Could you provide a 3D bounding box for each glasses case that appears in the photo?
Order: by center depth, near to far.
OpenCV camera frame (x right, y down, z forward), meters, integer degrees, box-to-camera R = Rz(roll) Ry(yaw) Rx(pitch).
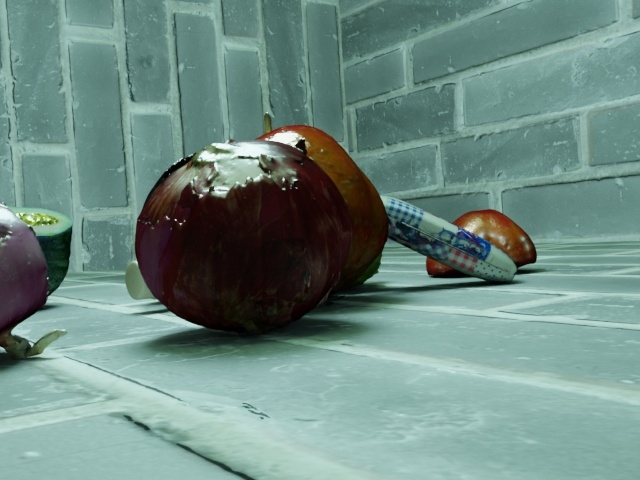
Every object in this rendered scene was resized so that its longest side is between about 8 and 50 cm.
[{"bbox_3d":[0.206,-0.006,1.370,0.328,0.076,0.125,24,6,-6],"label":"glasses case"}]

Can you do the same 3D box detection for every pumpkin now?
[{"bbox_3d":[-0.640,0.048,1.457,0.293,0.196,0.263,3,12,-15],"label":"pumpkin"}]

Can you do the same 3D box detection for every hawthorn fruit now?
[{"bbox_3d":[-0.041,-0.067,1.223,0.287,0.330,0.287,-19,-17,-6],"label":"hawthorn fruit"}]

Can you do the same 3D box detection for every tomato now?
[{"bbox_3d":[0.342,0.003,1.623,0.233,0.139,0.200,-4,-5,-1],"label":"tomato"}]

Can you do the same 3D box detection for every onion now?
[{"bbox_3d":[-0.411,0.055,0.825,0.201,0.200,0.207,-5,14,-43],"label":"onion"},{"bbox_3d":[-0.098,-0.001,0.945,0.276,0.276,0.276,-4,1,0],"label":"onion"}]

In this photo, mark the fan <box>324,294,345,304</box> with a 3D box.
[{"bbox_3d":[-0.006,0.099,1.252,0.113,0.005,0.175,-4,1,-15],"label":"fan"}]

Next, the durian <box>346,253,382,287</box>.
[{"bbox_3d":[0.000,0.000,1.501,0.256,0.204,0.339,8,2,0],"label":"durian"}]

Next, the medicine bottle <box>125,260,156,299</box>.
[{"bbox_3d":[-0.214,0.058,1.319,0.252,0.114,0.114,-5,1,-41],"label":"medicine bottle"}]
